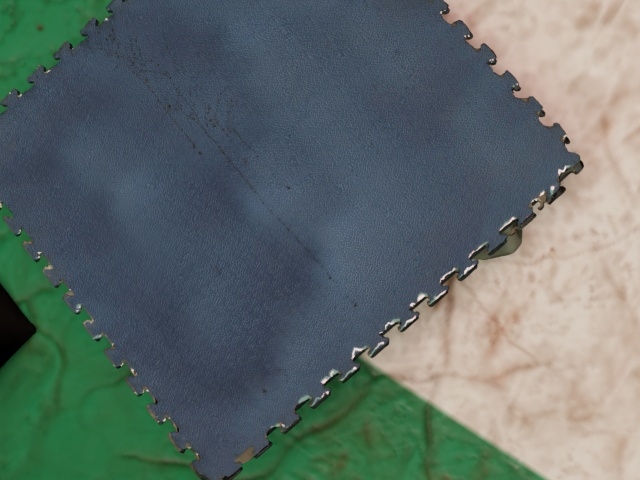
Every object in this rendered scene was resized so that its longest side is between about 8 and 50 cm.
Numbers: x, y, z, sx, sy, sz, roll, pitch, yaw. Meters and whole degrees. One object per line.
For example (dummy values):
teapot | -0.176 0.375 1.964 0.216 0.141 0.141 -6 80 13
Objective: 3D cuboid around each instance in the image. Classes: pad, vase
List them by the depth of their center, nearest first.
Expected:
pad | -0.036 -0.046 1.048 0.269 0.012 0.269 -40 67 3
vase | 0.000 0.000 1.077 0.219 0.096 0.096 -17 94 15

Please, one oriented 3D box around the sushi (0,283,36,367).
sushi | -0.313 0.008 1.162 0.273 0.134 0.109 53 136 -4
